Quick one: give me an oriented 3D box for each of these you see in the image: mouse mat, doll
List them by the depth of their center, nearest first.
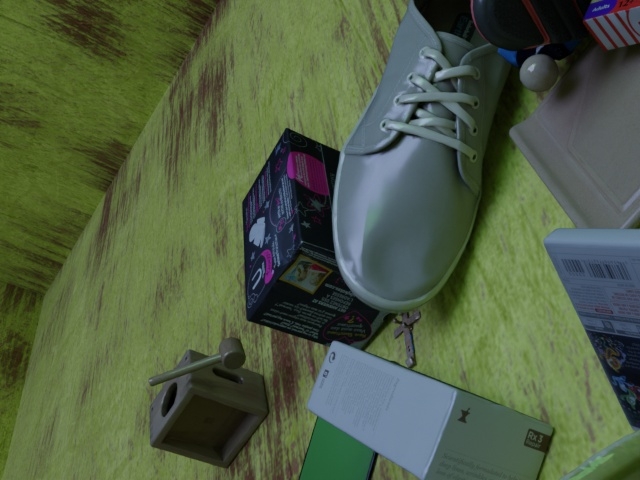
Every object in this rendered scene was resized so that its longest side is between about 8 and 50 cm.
[{"bbox_3d":[0.245,-0.226,0.831,0.129,0.046,0.189,-9,43,46],"label":"doll"},{"bbox_3d":[0.029,0.231,0.959,0.152,0.007,0.190,-9,59,61],"label":"mouse mat"}]

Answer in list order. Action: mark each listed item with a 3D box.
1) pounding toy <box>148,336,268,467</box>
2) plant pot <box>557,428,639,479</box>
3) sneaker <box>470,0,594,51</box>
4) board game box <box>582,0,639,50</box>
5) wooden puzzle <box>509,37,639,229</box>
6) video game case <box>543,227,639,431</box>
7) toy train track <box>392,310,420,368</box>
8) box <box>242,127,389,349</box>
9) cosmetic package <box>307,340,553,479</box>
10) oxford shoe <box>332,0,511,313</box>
[{"bbox_3d":[-0.168,0.206,1.161,0.206,0.181,0.094,-55,27,22],"label":"pounding toy"},{"bbox_3d":[0.213,0.244,0.328,0.276,0.276,0.254,-56,39,19],"label":"plant pot"},{"bbox_3d":[0.226,-0.278,0.796,0.314,0.116,0.136,-46,27,-27],"label":"sneaker"},{"bbox_3d":[0.331,-0.264,0.698,0.146,0.045,0.193,0,57,54],"label":"board game box"},{"bbox_3d":[0.295,-0.133,0.724,0.239,0.044,0.221,-49,29,22],"label":"wooden puzzle"},{"bbox_3d":[0.244,0.069,0.508,0.022,0.173,0.190,-35,16,-22],"label":"video game case"},{"bbox_3d":[0.097,0.109,0.924,0.048,0.014,0.083,-47,31,35],"label":"toy train track"},{"bbox_3d":[0.000,0.000,1.036,0.142,0.163,0.247,-54,27,31],"label":"box"},{"bbox_3d":[0.092,0.168,0.762,0.231,0.117,0.085,11,78,66],"label":"cosmetic package"},{"bbox_3d":[0.123,-0.139,0.899,0.130,0.169,0.449,97,-168,-73],"label":"oxford shoe"}]
